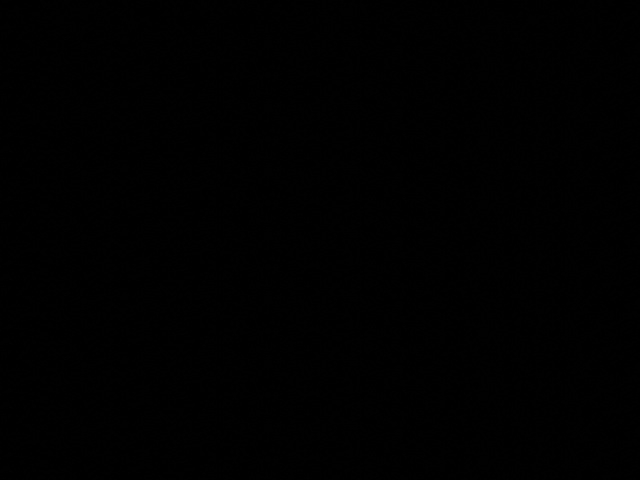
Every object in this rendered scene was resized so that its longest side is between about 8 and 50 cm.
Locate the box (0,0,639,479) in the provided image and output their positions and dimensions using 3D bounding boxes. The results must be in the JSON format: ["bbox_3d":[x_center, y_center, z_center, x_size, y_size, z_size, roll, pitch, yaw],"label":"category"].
[{"bbox_3d":[0.000,0.000,0.163,0.312,0.179,0.343,35,-175,10],"label":"box"}]
